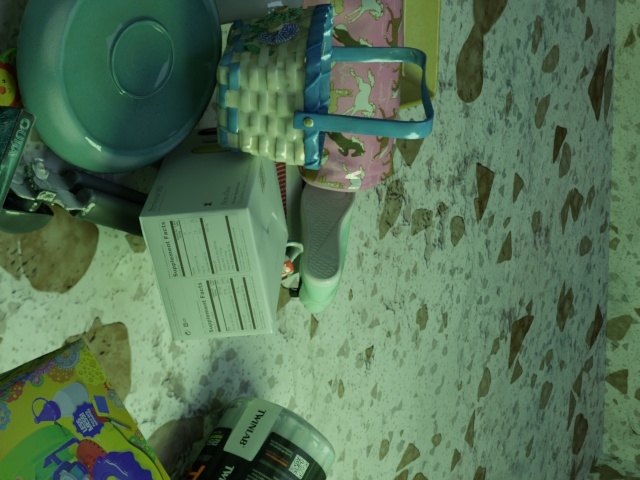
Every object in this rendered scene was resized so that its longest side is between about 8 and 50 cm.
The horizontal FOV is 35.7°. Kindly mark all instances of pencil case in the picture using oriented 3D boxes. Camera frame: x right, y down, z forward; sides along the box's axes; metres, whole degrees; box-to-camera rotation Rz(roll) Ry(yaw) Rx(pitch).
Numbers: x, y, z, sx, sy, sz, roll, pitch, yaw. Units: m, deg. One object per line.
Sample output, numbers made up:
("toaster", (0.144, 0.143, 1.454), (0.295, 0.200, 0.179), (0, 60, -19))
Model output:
("pencil case", (0.042, -0.266, 1.606), (0.160, 0.167, 0.385), (-26, 127, -39))

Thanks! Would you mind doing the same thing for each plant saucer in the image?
("plant saucer", (-0.237, -0.235, 1.272), (0.318, 0.044, 0.317), (-24, 124, -42))
("plant saucer", (0.110, -0.405, 1.825), (0.333, 0.081, 0.332), (-23, 120, -52))

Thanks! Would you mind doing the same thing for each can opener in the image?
("can opener", (-0.322, -0.048, 1.307), (0.093, 0.074, 0.280), (-48, 151, 18))

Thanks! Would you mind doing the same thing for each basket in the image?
("basket", (0.006, -0.211, 1.359), (0.254, 0.289, 0.201), (-88, -176, -59))

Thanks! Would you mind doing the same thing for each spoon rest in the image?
("spoon rest", (-0.146, -0.355, 1.431), (0.276, 0.137, 0.084), (-15, 135, -39))

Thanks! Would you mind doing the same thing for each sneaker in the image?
("sneaker", (-0.001, 0.000, 1.738), (0.151, 0.094, 0.255), (104, -4, -56))
("sneaker", (-0.088, 0.043, 1.596), (0.161, 0.075, 0.057), (-47, 134, -43))

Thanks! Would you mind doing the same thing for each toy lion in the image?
("toy lion", (-0.377, -0.191, 1.200), (0.096, 0.034, 0.100), (32, 73, -48))

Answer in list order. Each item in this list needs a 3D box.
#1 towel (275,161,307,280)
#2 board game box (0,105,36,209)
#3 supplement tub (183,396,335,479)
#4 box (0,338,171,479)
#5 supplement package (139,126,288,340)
("towel", (-0.070, -0.048, 1.709), (0.329, 0.037, 0.236), (-21, 116, -54))
("board game box", (-0.399, -0.066, 1.115), (0.026, 0.126, 0.186), (32, 74, -56))
("supplement tub", (-0.135, 0.442, 1.608), (0.338, 0.207, 0.207), (-59, 143, -27))
("box", (-0.322, 0.302, 1.115), (0.177, 0.279, 0.289), (-37, 100, -45))
("supplement package", (-0.141, -0.019, 1.408), (0.261, 0.145, 0.204), (-85, 168, -59))
